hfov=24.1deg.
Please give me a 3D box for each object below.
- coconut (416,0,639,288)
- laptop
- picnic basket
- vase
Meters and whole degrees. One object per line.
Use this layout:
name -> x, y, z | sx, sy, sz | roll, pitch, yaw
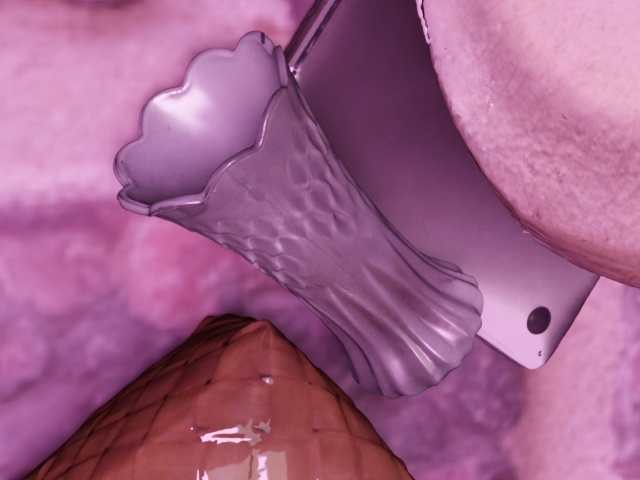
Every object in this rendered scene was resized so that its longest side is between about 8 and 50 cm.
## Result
coconut -> 0.143, -0.086, 0.533 | 0.234, 0.224, 0.224 | 12, 97, -66
laptop -> 0.099, -0.097, 0.636 | 0.188, 0.015, 0.269 | 35, 84, -28
picnic basket -> -0.020, 0.130, 0.559 | 0.138, 0.128, 0.178 | -41, 106, -11
vase -> 0.000, 0.000, 0.563 | 0.081, 0.081, 0.149 | -51, 124, -8
